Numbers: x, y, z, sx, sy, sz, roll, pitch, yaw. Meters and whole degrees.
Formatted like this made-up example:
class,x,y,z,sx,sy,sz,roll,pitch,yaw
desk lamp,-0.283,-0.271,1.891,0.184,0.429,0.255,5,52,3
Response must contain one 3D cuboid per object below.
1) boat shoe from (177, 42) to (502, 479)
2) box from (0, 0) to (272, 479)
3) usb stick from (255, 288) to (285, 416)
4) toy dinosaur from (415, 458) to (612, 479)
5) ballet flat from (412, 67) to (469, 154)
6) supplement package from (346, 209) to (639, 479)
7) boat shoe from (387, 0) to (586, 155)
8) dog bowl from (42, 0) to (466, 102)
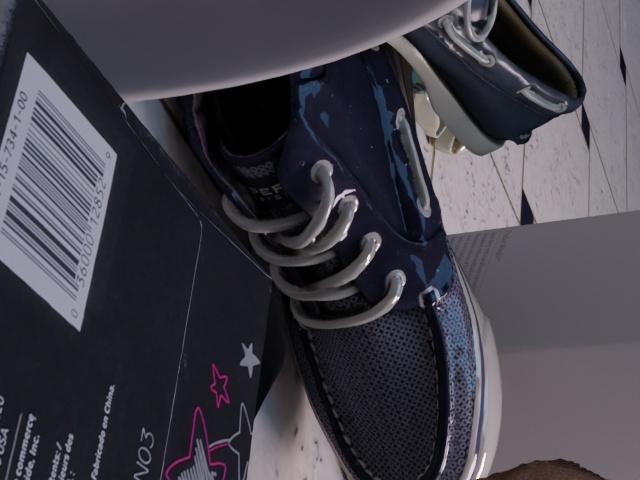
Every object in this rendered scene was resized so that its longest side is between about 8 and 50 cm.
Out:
class,x,y,z,sx,sy,sz,roll,pitch,yaw
boat shoe,0.000,0.000,0.750,0.158,0.127,0.340,-7,82,-64
box,-0.121,0.083,0.357,0.163,0.142,0.247,53,35,-50
usb stick,-0.074,0.102,0.606,0.278,0.045,0.077,-61,146,-57
toy dinosaur,0.076,0.192,0.714,0.127,0.296,0.200,41,19,15
ballet flat,0.107,-0.108,1.138,0.188,0.070,0.070,43,44,-56
supplement package,0.173,0.098,0.898,0.177,0.293,0.175,-58,136,-58
boat shoe,0.068,-0.134,0.732,0.254,0.079,0.095,46,32,-42
dog bowl,-0.077,-0.120,0.365,0.265,0.265,0.104,16,66,-67
